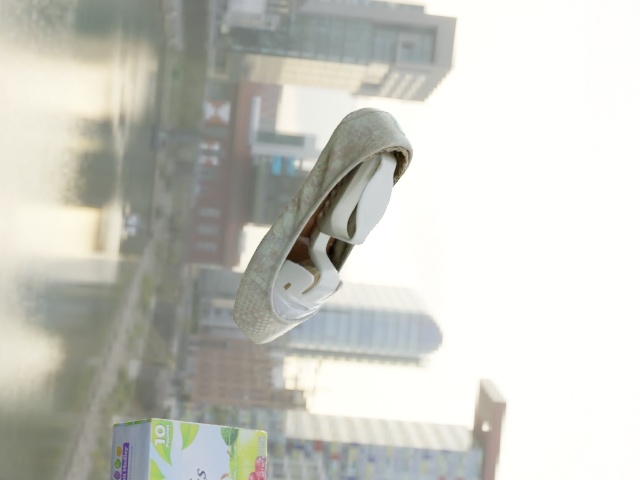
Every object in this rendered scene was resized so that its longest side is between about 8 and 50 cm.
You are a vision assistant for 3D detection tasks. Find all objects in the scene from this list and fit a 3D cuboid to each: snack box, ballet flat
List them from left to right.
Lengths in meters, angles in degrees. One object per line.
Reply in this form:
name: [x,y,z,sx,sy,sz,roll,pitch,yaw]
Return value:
snack box: [-0.078,0.180,0.711,0.037,0.100,0.141,-12,-108,39]
ballet flat: [0.000,0.000,0.710,0.052,0.057,0.168,47,-64,47]
